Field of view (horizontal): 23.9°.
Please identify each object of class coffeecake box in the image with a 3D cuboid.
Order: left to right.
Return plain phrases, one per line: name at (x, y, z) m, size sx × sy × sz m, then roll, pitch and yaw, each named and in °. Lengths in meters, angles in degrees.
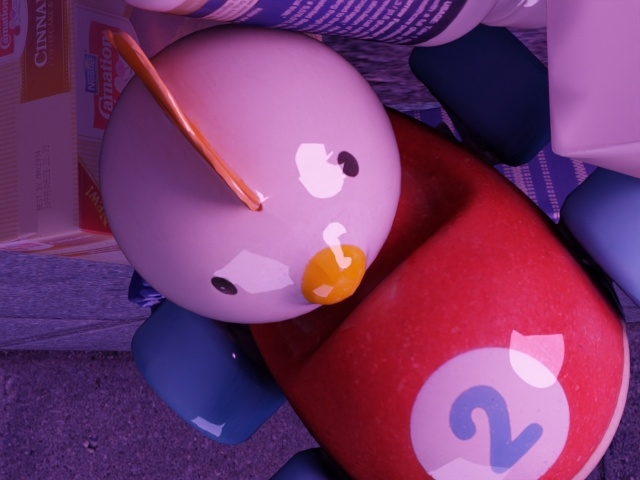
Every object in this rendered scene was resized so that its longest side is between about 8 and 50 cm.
coffeecake box at (-0.077, -0.061, 0.739) m, size 0.068 × 0.142 × 0.185 m, roll -9°, pitch 170°, yaw 36°

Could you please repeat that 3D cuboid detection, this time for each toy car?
toy car at (0.000, 0.000, 0.578) m, size 0.219 × 0.210 × 0.238 m, roll -45°, pitch 145°, yaw 8°

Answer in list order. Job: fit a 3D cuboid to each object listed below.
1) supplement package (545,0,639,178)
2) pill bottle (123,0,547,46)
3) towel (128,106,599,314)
supplement package at (0.206, -0.100, 0.520) m, size 0.194 × 0.149 × 0.203 m, roll -8°, pitch 170°, yaw 36°
pill bottle at (0.013, -0.118, 0.535) m, size 0.169 × 0.094 × 0.094 m, roll 3°, pitch 170°, yaw -31°
towel at (0.058, -0.031, 0.934) m, size 0.336 × 0.040 × 0.243 m, roll -6°, pitch -158°, yaw 3°
